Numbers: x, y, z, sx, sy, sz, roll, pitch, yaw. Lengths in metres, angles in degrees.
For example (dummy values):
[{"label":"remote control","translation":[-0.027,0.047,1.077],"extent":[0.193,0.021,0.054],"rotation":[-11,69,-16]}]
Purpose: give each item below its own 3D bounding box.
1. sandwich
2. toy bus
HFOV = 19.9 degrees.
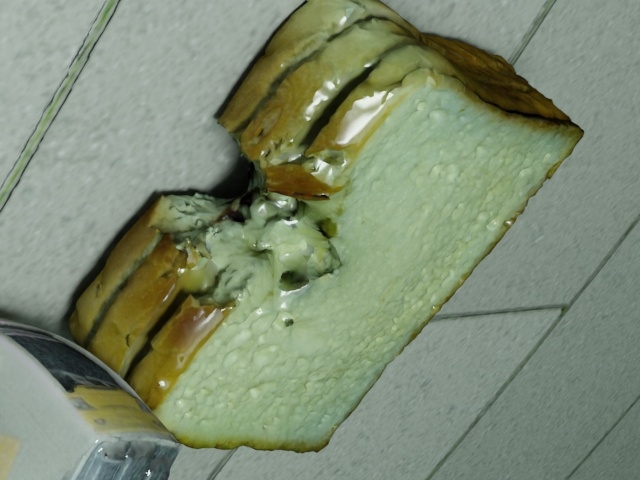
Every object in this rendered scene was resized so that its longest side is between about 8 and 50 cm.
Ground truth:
[{"label":"sandwich","translation":[-0.001,-0.001,1.034],"extent":[0.273,0.095,0.249],"rotation":[-51,156,12]},{"label":"toy bus","translation":[-0.223,0.189,0.932],"extent":[0.342,0.138,0.097],"rotation":[-48,155,11]}]
